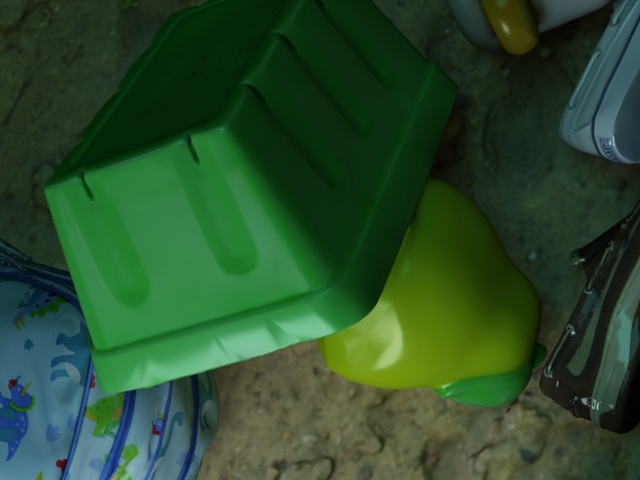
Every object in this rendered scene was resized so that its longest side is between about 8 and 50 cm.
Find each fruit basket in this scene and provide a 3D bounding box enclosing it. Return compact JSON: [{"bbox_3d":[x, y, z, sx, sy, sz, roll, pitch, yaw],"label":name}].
[{"bbox_3d":[0.000,0.000,1.271,0.283,0.392,0.392,-16,71,27],"label":"fruit basket"}]

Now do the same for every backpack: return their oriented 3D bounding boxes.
[{"bbox_3d":[-0.266,0.143,1.360,0.355,0.273,0.290,14,75,11],"label":"backpack"}]

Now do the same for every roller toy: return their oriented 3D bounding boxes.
[{"bbox_3d":[0.151,-0.260,1.317,0.146,0.191,0.209,-21,93,13],"label":"roller toy"}]

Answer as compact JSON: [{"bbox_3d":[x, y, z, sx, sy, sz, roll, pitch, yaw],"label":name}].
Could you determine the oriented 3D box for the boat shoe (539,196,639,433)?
[{"bbox_3d":[0.243,0.019,1.263,0.095,0.095,0.257,19,84,30],"label":"boat shoe"}]

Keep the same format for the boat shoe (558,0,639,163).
[{"bbox_3d":[0.277,-0.183,1.304,0.084,0.095,0.258,18,69,51],"label":"boat shoe"}]
